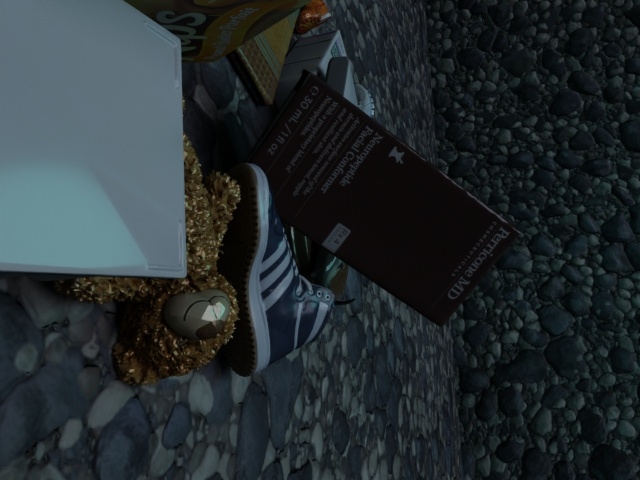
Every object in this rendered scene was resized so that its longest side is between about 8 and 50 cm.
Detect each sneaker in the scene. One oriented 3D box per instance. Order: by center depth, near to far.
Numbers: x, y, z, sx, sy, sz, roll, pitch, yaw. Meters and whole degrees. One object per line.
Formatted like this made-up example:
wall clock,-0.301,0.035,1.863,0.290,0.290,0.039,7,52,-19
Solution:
sneaker,-0.060,0.032,0.764,0.153,0.099,0.282,-12,109,-43
sneaker,-0.029,-0.481,1.181,0.067,0.064,0.175,55,24,-15
sneaker,0.090,-0.306,1.393,0.083,0.071,0.191,10,73,-62

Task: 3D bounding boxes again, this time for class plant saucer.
plant saucer,0.000,0.000,1.100,0.278,0.041,0.278,-7,90,-69

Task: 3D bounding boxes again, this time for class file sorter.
file sorter,-0.237,-0.070,0.341,0.277,0.173,0.193,13,72,-67

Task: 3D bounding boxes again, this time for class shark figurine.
shark figurine,0.014,0.007,0.992,0.116,0.166,0.278,45,54,-18

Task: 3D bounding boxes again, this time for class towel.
towel,-0.117,-0.449,0.958,0.271,0.040,0.370,56,36,-47

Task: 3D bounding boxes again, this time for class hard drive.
hard drive,0.048,-0.163,1.064,0.307,0.040,0.203,66,30,-61

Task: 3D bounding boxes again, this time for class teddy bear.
teddy bear,-0.167,-0.018,0.587,0.245,0.113,0.338,11,73,-65

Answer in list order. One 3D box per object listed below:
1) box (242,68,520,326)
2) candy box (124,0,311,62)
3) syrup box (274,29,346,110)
box,0.079,-0.060,0.832,0.381,0.191,0.143,33,12,-15
candy box,-0.109,-0.227,0.462,0.182,0.316,0.088,-14,98,-35
syrup box,-0.014,-0.322,1.094,0.237,0.096,0.093,-70,147,-48
